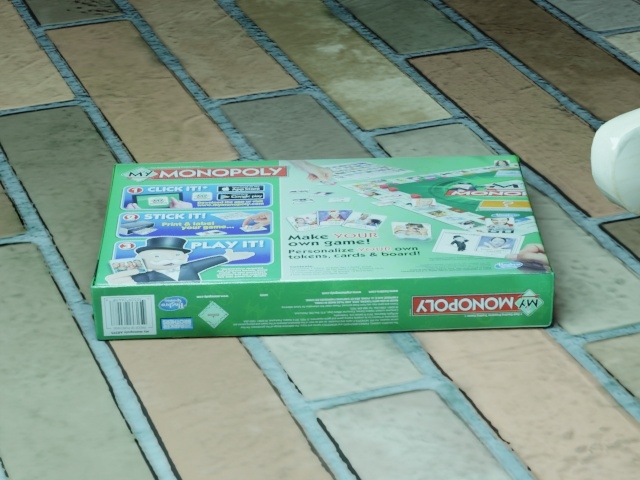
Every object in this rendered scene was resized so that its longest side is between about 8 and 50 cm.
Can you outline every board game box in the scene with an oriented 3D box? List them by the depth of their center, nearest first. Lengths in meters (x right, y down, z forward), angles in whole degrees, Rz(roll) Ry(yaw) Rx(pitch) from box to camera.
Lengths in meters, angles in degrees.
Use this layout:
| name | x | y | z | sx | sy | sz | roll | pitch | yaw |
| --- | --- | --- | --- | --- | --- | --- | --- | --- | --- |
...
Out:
| name | x | y | z | sx | sy | sz | roll | pitch | yaw |
| --- | --- | --- | --- | --- | --- | --- | --- | --- | --- |
| board game box | 0.000 | 0.000 | 1.417 | 0.317 | 0.046 | 0.213 | -1 | 25 | -1 |

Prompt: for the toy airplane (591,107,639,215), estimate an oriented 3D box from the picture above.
| name | x | y | z | sx | sy | sz | roll | pitch | yaw |
| --- | --- | --- | --- | --- | --- | --- | --- | --- | --- |
| toy airplane | 0.387 | -0.104 | 1.252 | 0.386 | 0.384 | 0.272 | -60 | 24 | -15 |
